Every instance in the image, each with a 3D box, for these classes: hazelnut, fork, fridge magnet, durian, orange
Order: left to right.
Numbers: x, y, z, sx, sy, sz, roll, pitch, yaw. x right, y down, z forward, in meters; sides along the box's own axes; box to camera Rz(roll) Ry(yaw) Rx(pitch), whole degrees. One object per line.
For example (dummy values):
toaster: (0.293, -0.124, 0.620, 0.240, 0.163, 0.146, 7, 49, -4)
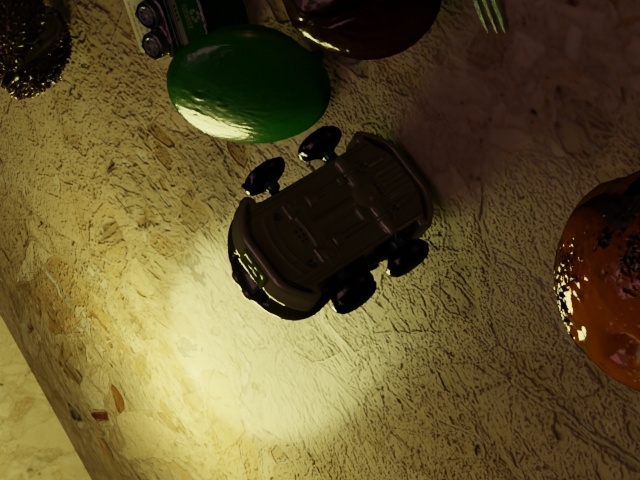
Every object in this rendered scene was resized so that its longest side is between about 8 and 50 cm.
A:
durian: (-0.497, -0.322, 1.903, 0.167, 0.196, 0.196, -23, 97, 36)
fridge magnet: (-0.090, -0.196, 1.458, 0.208, 0.208, 0.088, 116, 161, -54)
hazelnut: (0.024, -0.279, 1.206, 0.178, 0.178, 0.204, -5, 123, 57)
fork: (0.113, -0.291, 1.142, 0.235, 0.021, 0.039, 43, 163, -29)
orange: (0.324, 0.041, 1.056, 0.234, 0.182, 0.234, 26, 140, 24)

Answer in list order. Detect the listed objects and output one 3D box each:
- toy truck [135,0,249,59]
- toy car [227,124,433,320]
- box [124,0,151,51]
toy truck: (-0.176, -0.328, 1.523, 0.124, 0.114, 0.253, 7, 122, 37)
toy car: (0.000, 0.000, 1.415, 0.204, 0.248, 0.198, 53, 153, 10)
box: (-0.227, -0.317, 1.683, 0.167, 0.024, 0.090, 14, 127, 51)
